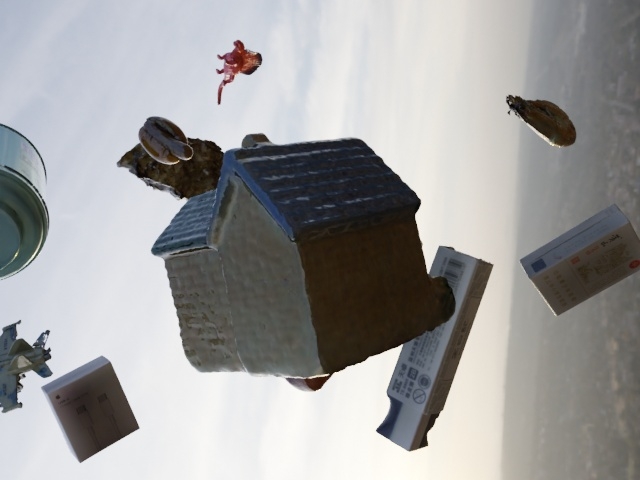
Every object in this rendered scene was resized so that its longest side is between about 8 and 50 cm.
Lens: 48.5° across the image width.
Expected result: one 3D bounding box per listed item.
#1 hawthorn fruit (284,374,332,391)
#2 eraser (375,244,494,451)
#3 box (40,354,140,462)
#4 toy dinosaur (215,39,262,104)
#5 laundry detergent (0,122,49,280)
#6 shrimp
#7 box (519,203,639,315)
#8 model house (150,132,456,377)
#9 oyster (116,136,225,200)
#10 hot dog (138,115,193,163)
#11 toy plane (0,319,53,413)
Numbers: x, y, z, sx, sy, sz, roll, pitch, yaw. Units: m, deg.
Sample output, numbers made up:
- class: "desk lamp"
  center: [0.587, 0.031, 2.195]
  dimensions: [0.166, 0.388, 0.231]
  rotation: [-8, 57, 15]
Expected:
- class: "hawthorn fruit"
  center: [-0.051, 0.345, 2.044]
  dimensions: [0.194, 0.157, 0.157]
  rotation: [48, -141, -30]
- class: "eraser"
  center: [0.228, 0.216, 1.421]
  dimensions: [0.096, 0.098, 0.403]
  rotation: [8, -78, -54]
- class: "box"
  center: [-0.695, 0.509, 2.153]
  dimensions: [0.203, 0.106, 0.251]
  rotation: [-26, -74, -28]
- class: "toy dinosaur"
  center: [-0.257, -0.540, 2.260]
  dimensions: [0.070, 0.139, 0.286]
  rotation: [64, 158, 20]
- class: "laundry detergent"
  center: [-0.739, -0.077, 1.534]
  dimensions: [0.305, 0.288, 0.287]
  rotation: [-124, 24, -54]
- class: "shrimp"
  center: [0.439, -0.246, 1.416]
  dimensions: [0.042, 0.190, 0.101]
  rotation: [-36, 41, 50]
- class: "box"
  center: [0.490, 0.040, 1.318]
  dimensions: [0.141, 0.201, 0.058]
  rotation: [44, -160, -35]
- class: "model house"
  center: [-0.050, 0.013, 1.113]
  dimensions: [0.335, 0.382, 0.342]
  rotation: [-15, -88, -46]
- class: "oyster"
  center: [-0.351, -0.181, 1.960]
  dimensions: [0.204, 0.396, 0.111]
  rotation: [-50, 37, 22]
- class: "hot dog"
  center: [-0.340, -0.216, 1.558]
  dimensions: [0.090, 0.140, 0.060]
  rotation: [-43, -8, -3]
- class: "toy plane"
  center: [-0.635, 0.255, 1.359]
  dimensions: [0.088, 0.262, 0.192]
  rotation: [57, -167, -54]
